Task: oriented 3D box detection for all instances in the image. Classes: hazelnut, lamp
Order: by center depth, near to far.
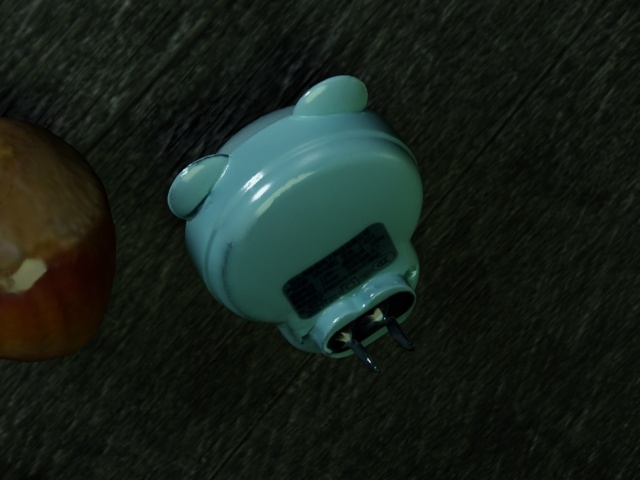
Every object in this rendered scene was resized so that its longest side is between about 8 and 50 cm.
[{"bbox_3d":[-0.257,-0.004,1.273,0.210,0.210,0.186,12,94,-35],"label":"hazelnut"},{"bbox_3d":[-0.005,-0.007,1.416,0.209,0.147,0.284,-32,125,-2],"label":"lamp"}]
